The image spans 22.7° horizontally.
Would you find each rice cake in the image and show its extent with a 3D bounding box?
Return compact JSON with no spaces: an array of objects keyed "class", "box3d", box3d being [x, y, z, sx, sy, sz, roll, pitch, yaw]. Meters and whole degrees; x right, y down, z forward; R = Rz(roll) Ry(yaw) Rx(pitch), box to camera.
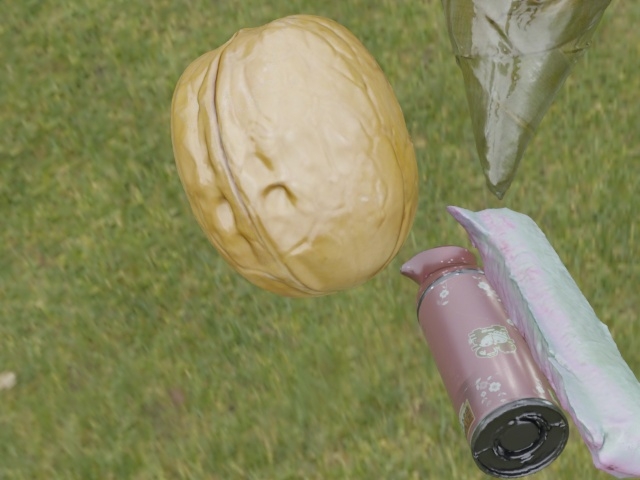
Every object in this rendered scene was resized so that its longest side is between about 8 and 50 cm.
[{"class":"rice cake","box3d":[0.158,0.063,1.110,0.081,0.051,0.290,17,26,-26]}]

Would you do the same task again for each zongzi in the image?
[{"class":"zongzi","box3d":[0.143,-0.289,1.543,0.356,0.174,0.393,38,111,41]}]

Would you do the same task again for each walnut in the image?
[{"class":"walnut","box3d":[-0.017,-0.055,1.111,0.165,0.165,0.197,-15,97,2]}]

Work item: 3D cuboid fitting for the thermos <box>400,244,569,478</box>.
[{"class":"thermos","box3d":[0.191,0.111,1.825,0.136,0.109,0.330,-31,38,9]}]
